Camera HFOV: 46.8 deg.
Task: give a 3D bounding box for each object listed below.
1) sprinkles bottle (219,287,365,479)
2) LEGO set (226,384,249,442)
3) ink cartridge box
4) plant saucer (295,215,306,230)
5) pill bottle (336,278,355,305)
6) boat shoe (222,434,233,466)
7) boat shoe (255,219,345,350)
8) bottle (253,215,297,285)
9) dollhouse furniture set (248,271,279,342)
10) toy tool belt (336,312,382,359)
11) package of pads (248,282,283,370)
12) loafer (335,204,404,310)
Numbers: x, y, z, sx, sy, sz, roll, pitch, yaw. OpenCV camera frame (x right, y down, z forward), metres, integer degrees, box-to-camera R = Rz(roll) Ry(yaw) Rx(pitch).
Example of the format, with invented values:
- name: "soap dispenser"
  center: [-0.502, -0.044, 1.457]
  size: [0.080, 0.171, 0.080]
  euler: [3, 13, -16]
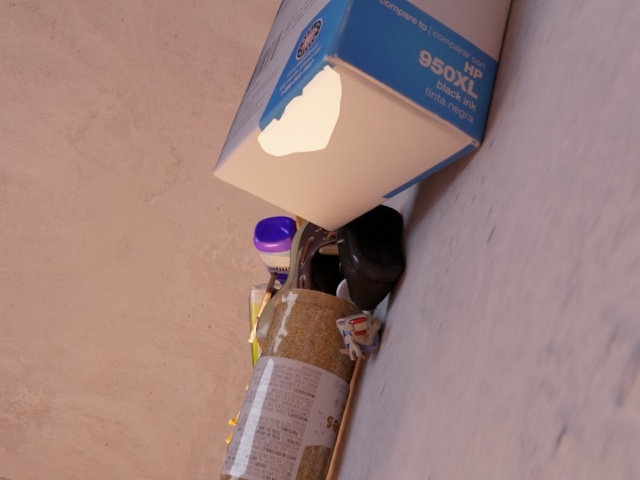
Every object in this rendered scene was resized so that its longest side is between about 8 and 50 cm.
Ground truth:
- name: "sprinkles bottle"
  center: [-0.044, 0.234, 0.829]
  size: [0.121, 0.121, 0.355]
  euler: [116, 172, -66]
- name: "LEGO set"
  center: [-0.121, 0.418, 1.594]
  size: [0.132, 0.107, 0.286]
  euler: [-12, -57, -53]
- name: "ink cartridge box"
  center: [0.061, -0.245, 0.797]
  size: [0.285, 0.166, 0.394]
  euler: [-30, 39, 59]
- name: "plant saucer"
  center: [0.023, -0.097, 1.383]
  size: [0.278, 0.041, 0.277]
  euler: [7, -90, -69]
- name: "pill bottle"
  center: [0.044, 0.066, 0.938]
  size: [0.083, 0.043, 0.043]
  euler: [11, -82, -86]
- name: "boat shoe"
  center: [-0.077, 0.317, 1.023]
  size: [0.096, 0.117, 0.324]
  euler: [-84, 7, -61]
- name: "boat shoe"
  center: [0.016, 0.048, 1.159]
  size: [0.123, 0.123, 0.342]
  euler: [-28, 22, 39]
- name: "bottle"
  center: [-0.080, 0.051, 1.877]
  size: [0.282, 0.118, 0.092]
  euler: [69, -160, -53]
- name: "dollhouse furniture set"
  center: [-0.058, 0.171, 1.314]
  size: [0.183, 0.129, 0.128]
  euler: [-75, 5, -58]
- name: "toy tool belt"
  center: [0.044, 0.107, 0.800]
  size: [0.083, 0.052, 0.051]
  euler: [115, 142, -87]
- name: "package of pads"
  center: [-0.132, 0.231, 1.922]
  size: [0.296, 0.101, 0.229]
  euler: [133, 134, -80]
- name: "loafer"
  center: [0.048, 0.010, 0.881]
  size: [0.220, 0.080, 0.078]
  euler: [-80, 9, -66]
